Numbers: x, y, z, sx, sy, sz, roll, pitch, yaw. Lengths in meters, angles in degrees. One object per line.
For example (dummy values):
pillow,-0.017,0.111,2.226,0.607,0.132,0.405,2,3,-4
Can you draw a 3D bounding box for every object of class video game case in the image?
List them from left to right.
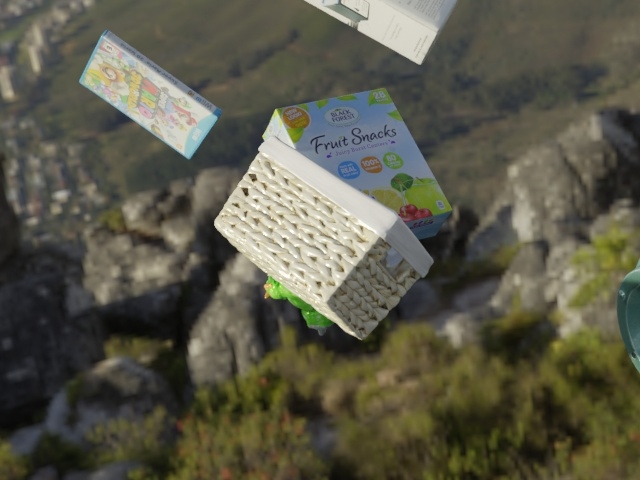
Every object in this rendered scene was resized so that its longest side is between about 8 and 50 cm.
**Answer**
video game case,-0.206,-0.173,1.832,0.166,0.119,0.015,35,59,-6

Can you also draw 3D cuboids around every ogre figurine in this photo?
ogre figurine,-0.010,0.023,1.770,0.097,0.197,0.118,12,56,17

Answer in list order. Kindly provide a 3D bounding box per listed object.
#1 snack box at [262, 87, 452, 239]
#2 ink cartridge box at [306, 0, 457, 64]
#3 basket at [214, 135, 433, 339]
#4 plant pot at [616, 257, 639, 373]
snack box,0.047,-0.088,1.988,0.174,0.070,0.207,-15,64,-29
ink cartridge box,0.064,-0.300,1.632,0.191,0.082,0.139,29,65,3
basket,0.000,0.000,1.390,0.167,0.113,0.103,34,83,32
plant pot,0.473,0.081,1.774,0.196,0.293,0.293,-22,30,-22
